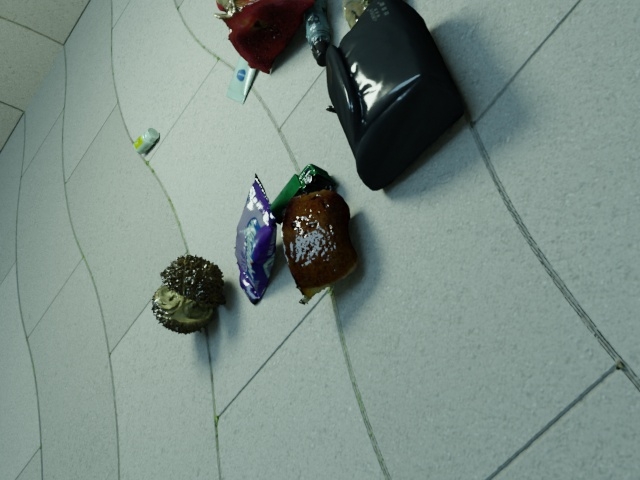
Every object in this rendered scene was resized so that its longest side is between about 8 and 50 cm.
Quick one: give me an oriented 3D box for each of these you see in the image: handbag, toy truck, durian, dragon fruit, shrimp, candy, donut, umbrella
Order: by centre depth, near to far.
[{"bbox_3d":[0.095,-0.275,1.376,0.275,0.177,0.302,-42,43,29],"label":"handbag"},{"bbox_3d":[-0.003,0.003,1.392,0.126,0.144,0.187,-22,26,19],"label":"donut"},{"bbox_3d":[-0.036,-0.088,1.532,0.147,0.065,0.079,-50,36,23],"label":"toy truck"},{"bbox_3d":[-0.136,0.003,1.556,0.275,0.070,0.145,107,146,-41],"label":"candy"},{"bbox_3d":[0.121,-0.490,1.566,0.145,0.059,0.254,-34,38,15],"label":"shrimp"},{"bbox_3d":[-0.300,0.111,1.678,0.196,0.167,0.196,-41,26,25],"label":"durian"},{"bbox_3d":[-0.005,-0.495,1.729,0.052,0.053,0.250,-46,41,41],"label":"umbrella"},{"bbox_3d":[-0.150,-0.547,1.770,0.262,0.211,0.134,-41,50,45],"label":"dragon fruit"}]

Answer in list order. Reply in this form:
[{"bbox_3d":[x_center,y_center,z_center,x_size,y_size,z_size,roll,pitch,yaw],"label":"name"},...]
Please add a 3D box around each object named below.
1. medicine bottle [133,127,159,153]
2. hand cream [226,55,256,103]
[{"bbox_3d":[-0.536,-0.307,2.285,0.083,0.047,0.047,-37,45,34],"label":"medicine bottle"},{"bbox_3d":[-0.167,-0.518,1.956,0.109,0.067,0.321,34,105,52],"label":"hand cream"}]
